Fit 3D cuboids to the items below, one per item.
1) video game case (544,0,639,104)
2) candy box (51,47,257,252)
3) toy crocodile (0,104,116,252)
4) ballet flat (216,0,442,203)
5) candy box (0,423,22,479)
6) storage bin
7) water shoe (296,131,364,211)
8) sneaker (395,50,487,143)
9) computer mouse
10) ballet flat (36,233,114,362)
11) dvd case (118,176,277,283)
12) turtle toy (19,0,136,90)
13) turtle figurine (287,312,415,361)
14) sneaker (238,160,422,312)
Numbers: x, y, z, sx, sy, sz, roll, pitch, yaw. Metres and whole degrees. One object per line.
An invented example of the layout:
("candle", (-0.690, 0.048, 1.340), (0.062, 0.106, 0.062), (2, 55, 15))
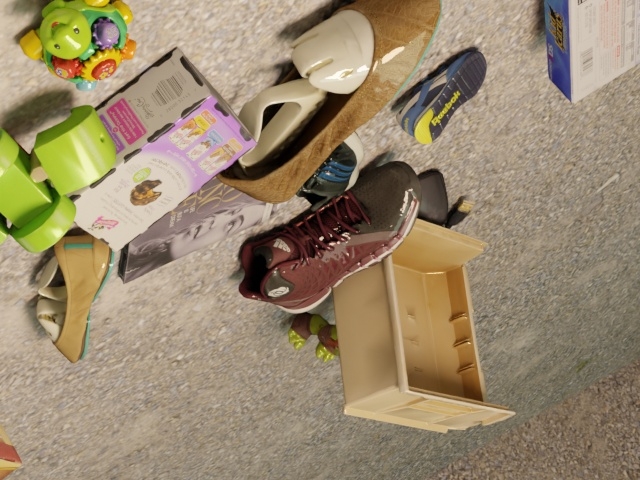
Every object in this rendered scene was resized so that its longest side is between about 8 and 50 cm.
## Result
("video game case", (0.389, -0.326, 1.965), (0.244, 0.061, 0.269), (-31, 147, -11))
("candy box", (-0.182, -0.089, 1.652), (0.196, 0.070, 0.165), (-37, 160, 2))
("toy crocodile", (-0.346, -0.015, 1.531), (0.340, 0.105, 0.115), (-37, 120, 9))
("ballet flat", (-0.008, -0.163, 1.729), (0.124, 0.116, 0.342), (1, 145, -45))
("candy box", (-0.546, 0.326, 1.966), (0.316, 0.087, 0.183), (-38, 159, 5))
("storage bin", (0.143, 0.120, 2.228), (0.123, 0.262, 0.260), (-26, 151, 38))
("water shoe", (0.004, -0.091, 1.916), (0.080, 0.073, 0.203), (-44, 162, -12))
("sneaker", (0.150, -0.186, 1.991), (0.144, 0.059, 0.053), (-46, 131, -15))
("computer mouse", (0.166, -0.023, 2.352), (0.184, 0.060, 0.262), (-24, 157, -26))
("ballet flat", (-0.293, 0.064, 1.840), (0.073, 0.080, 0.232), (4, 142, -17))
("dvd case", (-0.137, -0.035, 1.913), (0.221, 0.018, 0.164), (-26, 157, -25))
("turtle toy", (-0.213, -0.177, 1.416), (0.095, 0.066, 0.130), (-38, 159, 7))
("turtle figurine", (0.058, 0.145, 2.358), (0.217, 0.087, 0.270), (4, 176, 43))
("sneaker", (0.000, 0.000, 2.088), (0.281, 0.106, 0.162), (-46, 153, 25))
